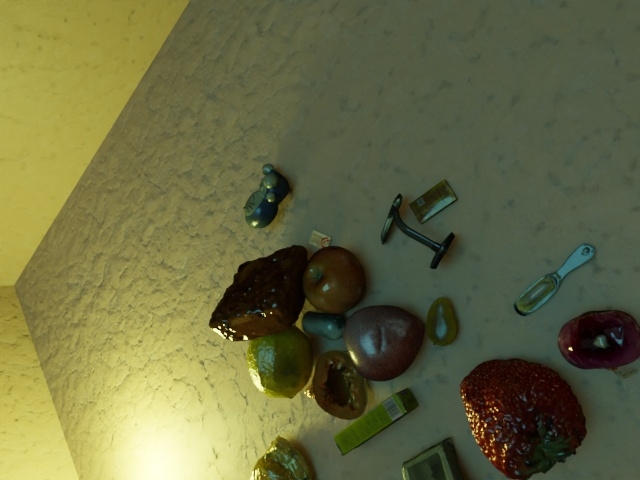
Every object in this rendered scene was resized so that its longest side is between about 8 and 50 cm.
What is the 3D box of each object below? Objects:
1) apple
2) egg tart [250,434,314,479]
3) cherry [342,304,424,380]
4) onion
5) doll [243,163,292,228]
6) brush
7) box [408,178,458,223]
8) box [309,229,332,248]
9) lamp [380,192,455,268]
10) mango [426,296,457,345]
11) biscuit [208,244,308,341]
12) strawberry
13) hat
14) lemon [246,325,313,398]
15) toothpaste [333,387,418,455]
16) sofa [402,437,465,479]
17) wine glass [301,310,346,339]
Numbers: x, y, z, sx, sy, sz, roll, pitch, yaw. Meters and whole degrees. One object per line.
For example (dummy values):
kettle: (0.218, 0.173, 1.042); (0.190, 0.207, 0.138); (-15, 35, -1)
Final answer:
apple: (0.043, 0.146, 1.791); (0.253, 0.253, 0.254); (-3, 85, 34)
egg tart: (-0.163, 0.994, 1.918); (0.340, 0.153, 0.352); (49, 114, 24)
cherry: (0.216, 0.348, 1.669); (0.307, 0.221, 0.261); (-22, 82, 11)
onion: (0.763, 0.274, 1.323); (0.207, 0.200, 0.201); (12, 93, 40)
doll: (-0.238, -0.176, 2.056); (0.258, 0.154, 0.228); (-51, 28, 13)
brush: (0.693, 0.119, 1.449); (0.297, 0.060, 0.068); (-50, 59, 21)
box: (0.393, -0.135, 1.695); (0.156, 0.022, 0.089); (-39, 65, 26)
box: (0.000, 0.000, 1.958); (0.093, 0.015, 0.058); (25, 99, 34)
lamp: (0.313, -0.001, 1.679); (0.283, 0.124, 0.203); (40, 134, 26)
mango: (0.408, 0.272, 1.624); (0.103, 0.076, 0.161); (-6, 80, 38)
biscuit: (-0.215, 0.210, 1.879); (0.342, 0.395, 0.166); (-21, 116, 28)
strawberry: (0.573, 0.493, 1.414); (0.312, 0.267, 0.351); (-36, 33, -1)
hat: (0.039, 0.576, 1.824); (0.244, 0.233, 0.233); (40, 143, 6)
lemon: (-0.157, 0.469, 1.880); (0.268, 0.268, 0.322); (-7, 90, 34)
toothpaste: (0.196, 0.644, 1.719); (0.327, 0.110, 0.077); (-44, 66, 24)
sofa: (0.406, 0.805, 1.584); (0.210, 0.176, 0.226); (-44, 36, 24)
wine glass: (0.041, 0.328, 1.855); (0.230, 0.103, 0.103); (4, 89, 39)
